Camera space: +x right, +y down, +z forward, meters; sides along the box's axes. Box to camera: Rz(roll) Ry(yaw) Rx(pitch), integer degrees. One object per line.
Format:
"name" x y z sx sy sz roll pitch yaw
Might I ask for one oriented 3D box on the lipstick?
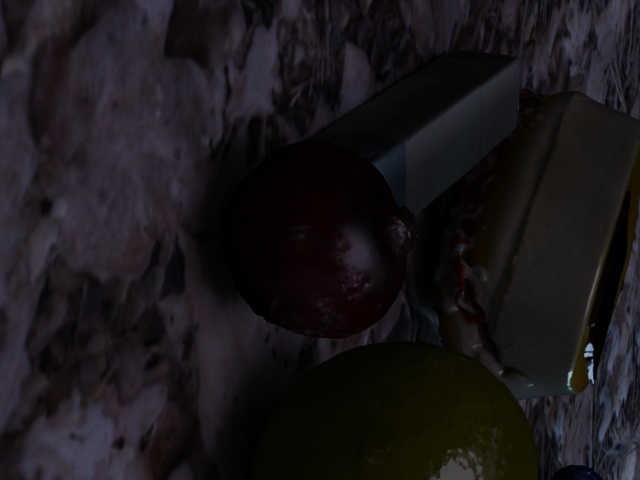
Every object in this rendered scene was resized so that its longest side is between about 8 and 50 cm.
"lipstick" 0.070 -0.074 1.237 0.317 0.066 0.068 -37 131 -58

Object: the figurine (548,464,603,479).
"figurine" 0.253 0.319 1.736 0.262 0.120 0.164 38 51 -78

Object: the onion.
"onion" 0.000 0.000 1.037 0.131 0.131 0.131 8 90 -66

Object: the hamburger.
"hamburger" 0.195 0.003 1.451 0.227 0.151 0.295 82 23 -44

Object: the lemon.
"lemon" 0.045 0.157 1.111 0.248 0.184 0.184 -7 104 -57
